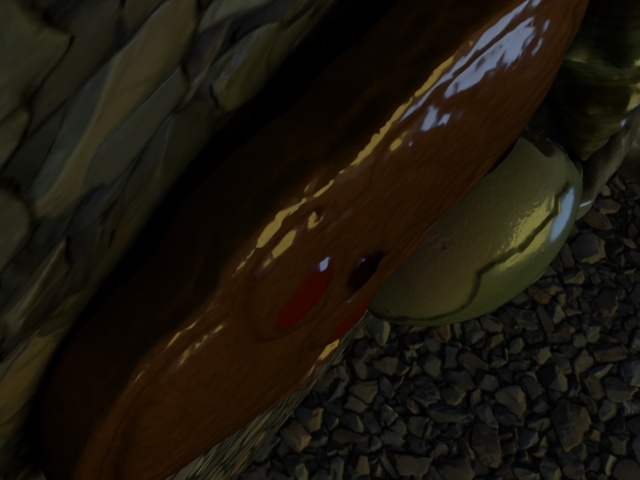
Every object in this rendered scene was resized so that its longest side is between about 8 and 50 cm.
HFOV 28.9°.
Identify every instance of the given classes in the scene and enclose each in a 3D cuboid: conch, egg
[{"bbox_3d":[0.265,-0.235,0.965,0.386,0.169,0.203,-66,-155,25],"label":"conch"},{"bbox_3d":[0.109,-0.017,1.064,0.217,0.183,0.183,-53,173,14],"label":"egg"}]

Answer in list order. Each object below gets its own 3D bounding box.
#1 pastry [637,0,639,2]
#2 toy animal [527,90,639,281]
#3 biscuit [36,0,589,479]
[{"bbox_3d":[0.240,-0.234,0.774,0.100,0.229,0.219,121,-29,-67],"label":"pastry"},{"bbox_3d":[0.250,-0.135,1.338,0.344,0.303,0.194,-18,149,-33],"label":"toy animal"},{"bbox_3d":[0.001,0.001,0.755,0.455,0.078,0.350,-47,164,-1],"label":"biscuit"}]
